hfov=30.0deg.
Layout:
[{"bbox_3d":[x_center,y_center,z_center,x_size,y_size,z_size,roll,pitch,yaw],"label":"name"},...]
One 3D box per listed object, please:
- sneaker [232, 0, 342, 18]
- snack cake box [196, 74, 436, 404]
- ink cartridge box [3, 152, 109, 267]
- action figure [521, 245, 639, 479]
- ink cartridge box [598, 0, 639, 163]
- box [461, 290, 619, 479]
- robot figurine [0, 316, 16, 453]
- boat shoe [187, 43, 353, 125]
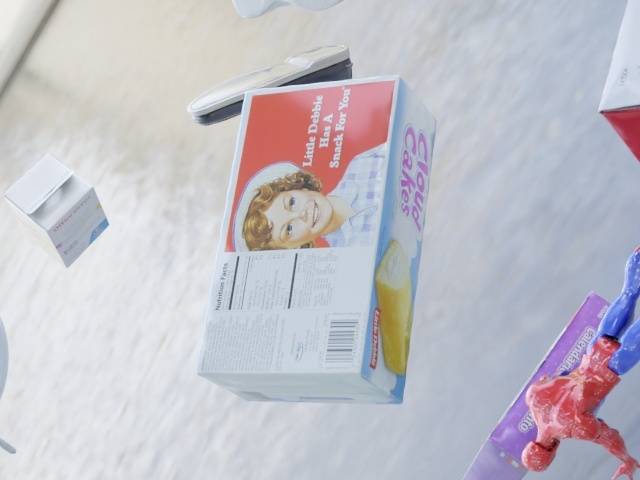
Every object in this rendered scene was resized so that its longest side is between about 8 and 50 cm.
[{"bbox_3d":[-0.026,-0.374,1.725,0.212,0.080,0.094,1,23,39],"label":"sneaker"},{"bbox_3d":[0.000,0.000,1.011,0.152,0.089,0.264,-3,67,28],"label":"snack cake box"},{"bbox_3d":[-0.369,-0.046,1.673,0.092,0.090,0.143,-48,-18,-19],"label":"ink cartridge box"},{"bbox_3d":[0.293,0.115,1.126,0.280,0.139,0.091,-51,44,-4],"label":"action figure"},{"bbox_3d":[0.391,-0.096,1.112,0.130,0.309,0.272,-1,60,41],"label":"ink cartridge box"},{"bbox_3d":[0.248,0.193,1.359,0.201,0.057,0.293,-52,-13,-17],"label":"box"},{"bbox_3d":[-0.427,0.086,1.068,0.200,0.353,0.300,-60,-14,-8],"label":"robot figurine"},{"bbox_3d":[-0.051,-0.162,1.361,0.206,0.065,0.075,-24,26,-20],"label":"boat shoe"}]
